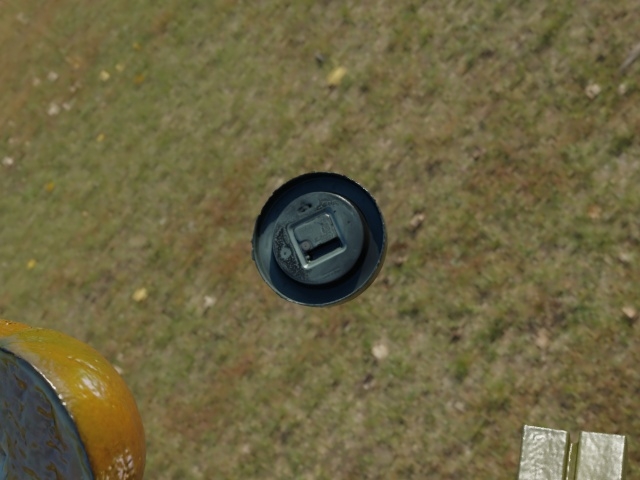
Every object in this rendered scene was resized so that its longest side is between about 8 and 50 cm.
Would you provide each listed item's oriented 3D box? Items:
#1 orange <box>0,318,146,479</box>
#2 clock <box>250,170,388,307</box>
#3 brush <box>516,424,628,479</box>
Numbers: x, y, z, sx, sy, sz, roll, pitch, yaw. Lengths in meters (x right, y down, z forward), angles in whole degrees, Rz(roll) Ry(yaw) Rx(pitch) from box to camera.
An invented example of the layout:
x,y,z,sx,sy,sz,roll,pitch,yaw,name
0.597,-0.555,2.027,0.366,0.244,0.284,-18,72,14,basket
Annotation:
x,y,z,sx,sy,sz,roll,pitch,yaw,name
-0.323,0.221,1.249,0.274,0.274,0.310,-52,25,0,orange
0.000,0.000,0.687,0.085,0.017,0.085,-3,78,15,clock
0.222,0.282,1.030,0.103,0.047,0.233,4,51,16,brush
